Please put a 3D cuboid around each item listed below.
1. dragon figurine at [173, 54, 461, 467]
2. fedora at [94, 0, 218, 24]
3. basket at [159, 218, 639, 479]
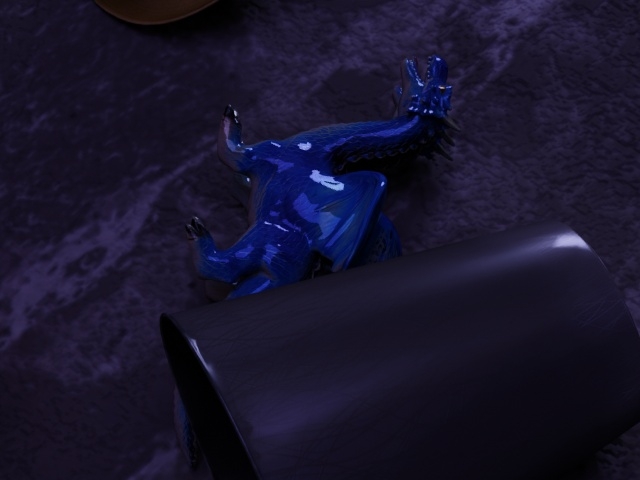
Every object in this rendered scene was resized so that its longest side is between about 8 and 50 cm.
[{"bbox_3d":[0.000,0.000,1.209,0.144,0.085,0.289,8,58,13],"label":"dragon figurine"},{"bbox_3d":[-0.106,-0.242,1.339,0.194,0.079,0.194,-11,70,31],"label":"fedora"},{"bbox_3d":[0.055,0.091,1.110,0.227,0.154,0.204,-23,83,-13],"label":"basket"}]
